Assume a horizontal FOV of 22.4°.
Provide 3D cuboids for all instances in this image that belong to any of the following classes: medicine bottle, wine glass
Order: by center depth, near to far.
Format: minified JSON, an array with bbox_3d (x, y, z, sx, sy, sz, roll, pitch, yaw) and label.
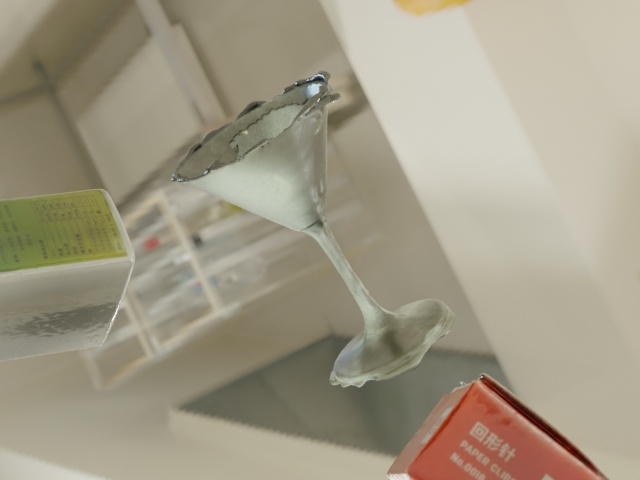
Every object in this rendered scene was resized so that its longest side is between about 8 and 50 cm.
[{"bbox_3d":[0.000,0.000,1.030,0.122,0.183,0.122,-29,-165,9],"label":"wine glass"},{"bbox_3d":[-0.259,0.034,1.300,0.188,0.088,0.132,-7,145,-30],"label":"medicine bottle"}]

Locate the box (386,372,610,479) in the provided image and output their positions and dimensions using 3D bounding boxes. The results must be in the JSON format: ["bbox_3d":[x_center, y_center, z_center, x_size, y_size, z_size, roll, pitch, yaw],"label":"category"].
[{"bbox_3d":[0.131,0.175,1.198,0.099,0.133,0.182,-51,175,-8],"label":"box"}]
